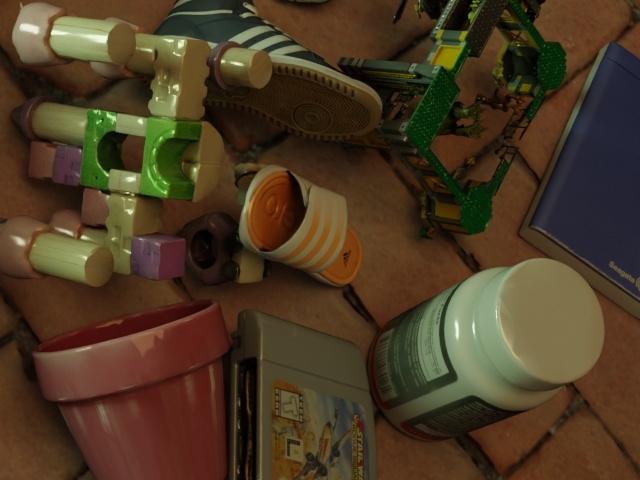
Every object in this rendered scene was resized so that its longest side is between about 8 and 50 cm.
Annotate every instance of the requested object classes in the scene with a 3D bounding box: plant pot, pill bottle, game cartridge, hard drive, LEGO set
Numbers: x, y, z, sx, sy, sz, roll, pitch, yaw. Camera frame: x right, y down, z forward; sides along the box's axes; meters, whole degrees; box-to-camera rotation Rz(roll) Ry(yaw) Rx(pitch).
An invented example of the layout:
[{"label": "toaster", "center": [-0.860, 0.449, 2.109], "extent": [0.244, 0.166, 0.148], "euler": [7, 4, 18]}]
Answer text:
[{"label": "plant pot", "center": [-0.179, 0.172, 1.629], "extent": [0.201, 0.201, 0.180], "euler": [-17, 97, -30]}, {"label": "pill bottle", "center": [0.183, 0.122, 1.756], "extent": [0.161, 0.283, 0.161], "euler": [8, 70, -24]}, {"label": "game cartridge", "center": [-0.017, 0.237, 1.713], "extent": [0.198, 0.062, 0.297], "euler": [18, 63, -42]}, {"label": "hard drive", "center": [0.405, -0.082, 2.074], "extent": [0.210, 0.040, 0.318], "euler": [34, 62, -13]}, {"label": "LEGO set", "center": [0.132, -0.179, 1.924], "extent": [0.255, 0.192, 0.331], "euler": [36, 72, -44]}]

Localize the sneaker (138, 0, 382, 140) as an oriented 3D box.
[{"label": "sneaker", "center": [-0.056, -0.214, 1.811], "extent": [0.282, 0.099, 0.153], "euler": [14, 45, 3]}]

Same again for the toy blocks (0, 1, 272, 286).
[{"label": "toy blocks", "center": [-0.233, -0.101, 1.691], "extent": [0.309, 0.260, 0.288], "euler": [-2, 100, -53]}]

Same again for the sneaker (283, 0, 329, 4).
[{"label": "sneaker", "center": [-0.070, -0.401, 1.901], "extent": [0.283, 0.122, 0.110], "euler": [41, 61, -8]}]

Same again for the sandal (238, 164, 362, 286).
[{"label": "sandal", "center": [0.003, -0.010, 1.754], "extent": [0.265, 0.076, 0.102], "euler": [29, 74, -57]}]
